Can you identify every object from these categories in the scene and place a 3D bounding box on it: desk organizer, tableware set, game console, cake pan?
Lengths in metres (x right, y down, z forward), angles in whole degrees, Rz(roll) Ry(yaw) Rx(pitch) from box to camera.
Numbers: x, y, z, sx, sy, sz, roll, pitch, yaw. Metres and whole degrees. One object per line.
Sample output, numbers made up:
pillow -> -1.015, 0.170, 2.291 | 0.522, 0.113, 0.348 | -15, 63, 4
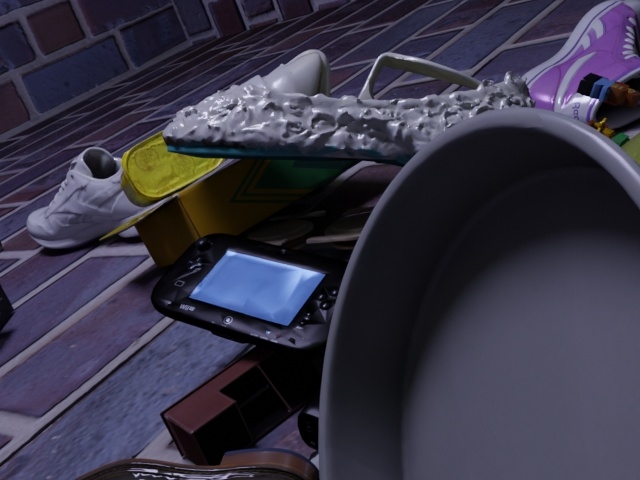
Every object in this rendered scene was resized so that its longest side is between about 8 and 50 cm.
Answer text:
desk organizer -> -0.059, 0.130, 0.690 | 0.130, 0.047, 0.050 | -33, 26, -28
tableware set -> 0.000, 0.000, 0.966 | 0.194, 0.039, 0.128 | -5, 16, 26
game console -> 0.004, 0.067, 0.679 | 0.361, 0.044, 0.213 | 12, 40, 33
cake pan -> 0.084, 0.088, 0.391 | 0.054, 0.293, 0.293 | 8, 9, -25

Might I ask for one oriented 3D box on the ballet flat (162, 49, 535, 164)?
ballet flat -> 0.036, -0.138, 0.912 | 0.409, 0.147, 0.147 | 6, 27, 9

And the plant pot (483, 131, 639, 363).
plant pot -> 0.233, 0.029, 0.416 | 0.293, 0.274, 0.275 | -25, 13, 43

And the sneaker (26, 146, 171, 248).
sneaker -> -0.364, -0.074, 1.333 | 0.305, 0.152, 0.114 | -10, 26, 32

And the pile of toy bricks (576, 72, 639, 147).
pile of toy bricks -> 0.286, -0.087, 0.837 | 0.105, 0.118, 0.212 | 27, 36, 24

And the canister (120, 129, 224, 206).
canister -> -0.202, -0.098, 1.107 | 0.126, 0.073, 0.170 | -31, 6, -16

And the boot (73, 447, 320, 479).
boot -> -0.109, 0.196, 0.526 | 0.219, 0.082, 0.106 | -16, 19, 9

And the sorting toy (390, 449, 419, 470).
sorting toy -> 0.085, 0.119, 0.529 | 0.083, 0.012, 0.062 | -7, 37, 9

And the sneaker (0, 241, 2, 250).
sneaker -> -0.606, 0.022, 1.496 | 0.035, 0.031, 0.083 | -9, 24, 31

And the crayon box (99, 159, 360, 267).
crayon box -> -0.111, -0.057, 1.085 | 0.318, 0.081, 0.202 | -32, 8, -26

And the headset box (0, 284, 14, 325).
headset box -> -0.556, 0.128, 1.078 | 0.293, 0.110, 0.218 | -18, 21, 8

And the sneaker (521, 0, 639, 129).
sneaker -> 0.385, -0.218, 1.063 | 0.282, 0.102, 0.161 | -45, 33, -25
